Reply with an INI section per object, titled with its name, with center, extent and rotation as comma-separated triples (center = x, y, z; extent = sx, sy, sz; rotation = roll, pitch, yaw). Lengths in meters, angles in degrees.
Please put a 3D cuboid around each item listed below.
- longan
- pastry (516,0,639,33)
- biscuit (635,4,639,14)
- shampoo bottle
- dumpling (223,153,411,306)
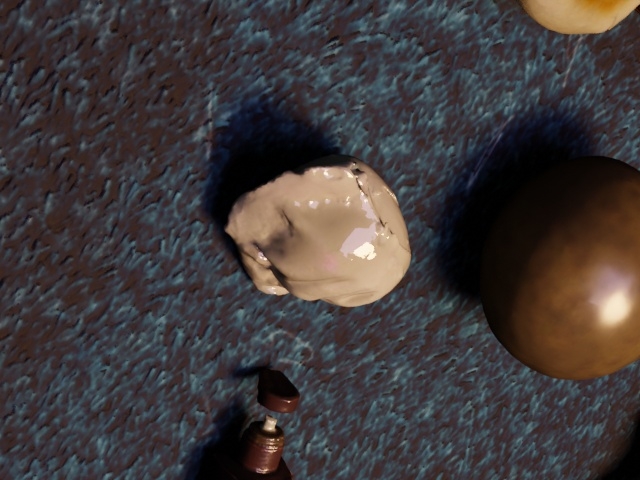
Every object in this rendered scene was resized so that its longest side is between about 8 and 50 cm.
[longan]
center = 0.221, 0.023, 1.542
extent = 0.204, 0.159, 0.185
rotation = 4, 104, -51
[pastry]
center = 0.200, -0.231, 1.406
extent = 0.156, 0.092, 0.156
rotation = -18, 127, -26
[biscuit]
center = 0.332, -0.202, 1.550
extent = 0.252, 0.070, 0.106
rotation = 29, 96, -46
[shampoo bottle]
center = -0.065, 0.217, 1.500
extent = 0.067, 0.068, 0.236
rotation = 0, 119, -40
[dumpling]
center = 0.000, 0.000, 1.391
extent = 0.127, 0.108, 0.188
rotation = -27, 154, 7
